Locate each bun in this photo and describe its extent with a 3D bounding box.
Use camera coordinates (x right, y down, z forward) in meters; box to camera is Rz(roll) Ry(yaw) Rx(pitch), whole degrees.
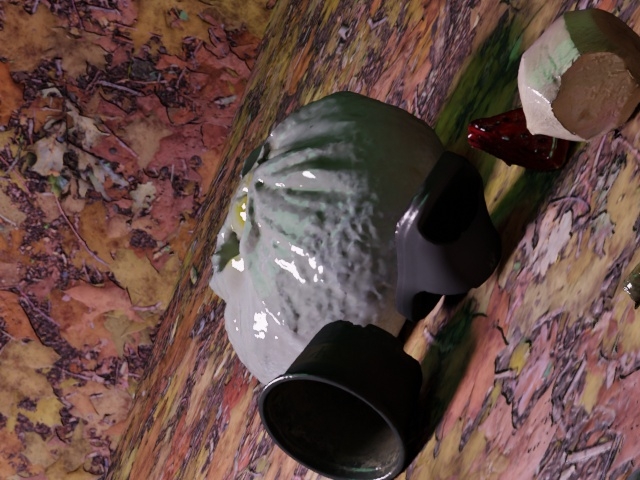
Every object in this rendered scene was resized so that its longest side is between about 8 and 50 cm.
[{"bbox_3d":[0.000,0.000,2.155,0.362,0.211,0.362,-60,15,28],"label":"bun"}]

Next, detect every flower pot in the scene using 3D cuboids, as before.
[{"bbox_3d":[0.028,0.152,1.911,0.157,0.157,0.107,-52,7,50],"label":"flower pot"}]

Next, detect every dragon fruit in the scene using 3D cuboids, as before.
[{"bbox_3d":[0.197,-0.105,1.853,0.063,0.097,0.131,-64,-8,-6],"label":"dragon fruit"}]

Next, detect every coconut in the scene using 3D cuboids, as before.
[{"bbox_3d":[0.224,-0.137,1.690,0.124,0.110,0.110,-53,16,25],"label":"coconut"}]

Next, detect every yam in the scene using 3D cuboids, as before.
[{"bbox_3d":[0.260,0.005,1.442,0.033,0.027,0.129,-79,17,-52],"label":"yam"}]

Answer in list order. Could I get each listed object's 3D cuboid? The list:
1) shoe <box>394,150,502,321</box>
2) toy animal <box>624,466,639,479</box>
[{"bbox_3d":[0.133,0.008,1.887,0.108,0.093,0.241,-54,-17,-27],"label":"shoe"},{"bbox_3d":[0.188,0.214,1.191,0.195,0.090,0.324,-70,14,-16],"label":"toy animal"}]
